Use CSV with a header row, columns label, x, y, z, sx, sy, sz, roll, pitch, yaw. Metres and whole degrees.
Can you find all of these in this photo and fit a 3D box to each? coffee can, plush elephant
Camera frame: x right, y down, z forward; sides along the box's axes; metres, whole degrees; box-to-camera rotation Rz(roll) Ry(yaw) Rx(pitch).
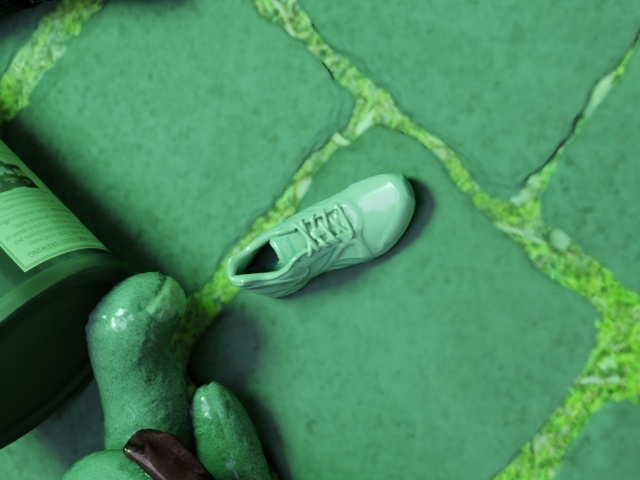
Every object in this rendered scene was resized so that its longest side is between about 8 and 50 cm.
label,x,y,z,sx,sy,sz,roll,pitch,yaw
coffee can,-0.301,0.003,1.224,0.275,0.201,0.201,44,109,19
plush elephant,-0.078,0.229,1.098,0.255,0.272,0.330,7,124,39

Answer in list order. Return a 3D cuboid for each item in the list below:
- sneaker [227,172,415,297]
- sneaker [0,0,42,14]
label,x,y,z,sx,sy,sz,roll,pitch,yaw
sneaker,0.000,0.000,1.155,0.152,0.061,0.053,-31,77,22
sneaker,-0.254,-0.211,1.250,0.276,0.098,0.135,17,99,26
